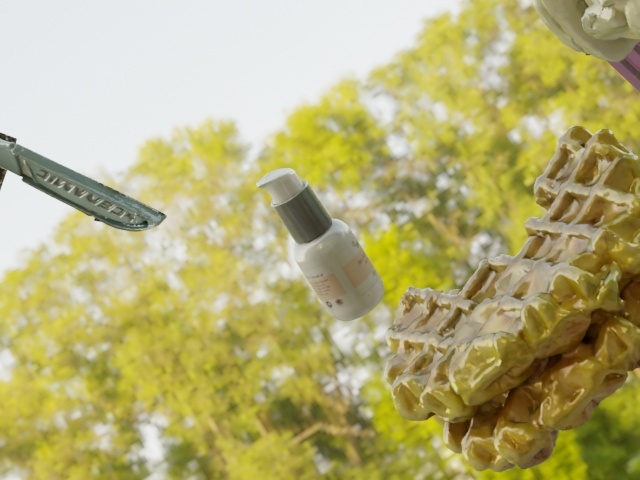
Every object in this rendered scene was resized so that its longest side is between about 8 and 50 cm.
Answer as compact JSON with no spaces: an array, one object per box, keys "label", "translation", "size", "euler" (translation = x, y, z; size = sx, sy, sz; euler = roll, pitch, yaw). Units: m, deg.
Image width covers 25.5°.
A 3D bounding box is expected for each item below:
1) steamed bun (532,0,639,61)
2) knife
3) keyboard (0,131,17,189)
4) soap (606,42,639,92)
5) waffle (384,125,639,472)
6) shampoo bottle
[{"label":"steamed bun","translation":[0.327,-0.366,1.444],"size":[0.346,0.237,0.394],"euler":[-47,4,30]},{"label":"knife","translation":[-0.186,-0.051,0.864],"size":[0.015,0.210,0.028],"euler":[-51,-17,-44]},{"label":"keyboard","translation":[-0.434,-0.111,1.590],"size":[0.015,0.196,0.074],"euler":[37,-107,-75]},{"label":"soap","translation":[0.400,-0.240,1.690],"size":[0.065,0.203,0.122],"euler":[-51,6,-28]},{"label":"waffle","translation":[0.210,0.059,1.345],"size":[0.324,0.151,0.261],"euler":[-48,24,12]},{"label":"shampoo bottle","translation":[0.000,0.000,1.602],"size":[0.074,0.192,0.074],"euler":[-28,18,10]}]
